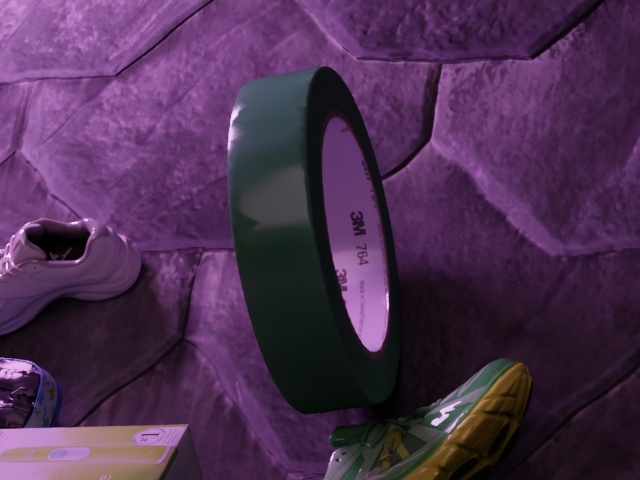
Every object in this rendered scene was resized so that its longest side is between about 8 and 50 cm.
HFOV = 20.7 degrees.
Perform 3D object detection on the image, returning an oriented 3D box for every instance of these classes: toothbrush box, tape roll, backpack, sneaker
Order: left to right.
[{"bbox_3d":[-0.325,0.174,1.803,0.114,0.084,0.105,0,61,25],"label":"backpack"},{"bbox_3d":[-0.317,0.025,1.870,0.232,0.115,0.090,-21,56,7],"label":"sneaker"},{"bbox_3d":[-0.270,0.279,1.648,0.283,0.122,0.206,-4,27,19],"label":"toothbrush box"},{"bbox_3d":[0.000,0.000,1.647,0.077,0.321,0.321,-11,58,14],"label":"tape roll"},{"bbox_3d":[0.072,0.200,1.630,0.295,0.109,0.123,-39,59,-5],"label":"sneaker"}]
